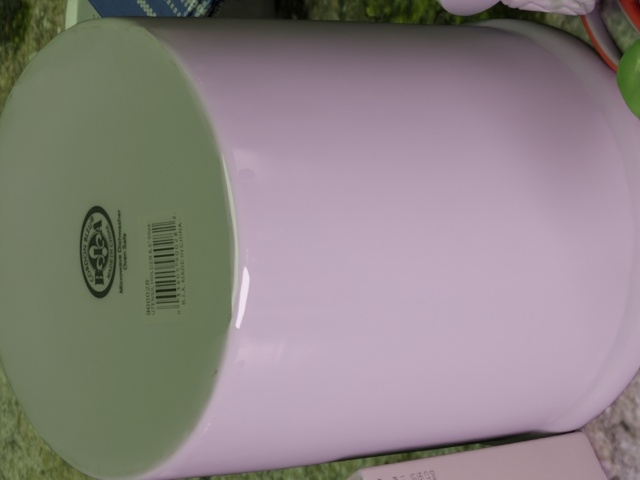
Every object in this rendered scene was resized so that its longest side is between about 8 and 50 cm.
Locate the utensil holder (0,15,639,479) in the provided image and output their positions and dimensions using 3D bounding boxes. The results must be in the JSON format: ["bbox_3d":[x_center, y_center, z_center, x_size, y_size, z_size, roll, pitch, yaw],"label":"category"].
[{"bbox_3d":[0.000,0.000,1.302,0.328,0.385,0.327,4,95,50],"label":"utensil holder"}]

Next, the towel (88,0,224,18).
[{"bbox_3d":[-0.100,-0.322,1.546,0.336,0.040,0.243,-54,51,18],"label":"towel"}]

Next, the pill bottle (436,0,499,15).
[{"bbox_3d":[0.075,-0.255,1.412,0.180,0.108,0.108,52,129,34],"label":"pill bottle"}]

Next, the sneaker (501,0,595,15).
[{"bbox_3d":[0.170,-0.249,1.231,0.094,0.235,0.153,6,84,7],"label":"sneaker"}]

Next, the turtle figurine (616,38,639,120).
[{"bbox_3d":[0.300,-0.050,1.041,0.198,0.266,0.274,-9,72,33],"label":"turtle figurine"}]

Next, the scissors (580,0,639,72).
[{"bbox_3d":[0.188,-0.254,1.345,0.109,0.021,0.297,-49,58,41],"label":"scissors"}]

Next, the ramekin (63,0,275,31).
[{"bbox_3d":[-0.145,-0.195,1.675,0.207,0.109,0.207,5,96,49],"label":"ramekin"}]

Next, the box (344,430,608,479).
[{"bbox_3d":[0.096,0.236,1.318,0.148,0.232,0.127,-46,59,41],"label":"box"}]
